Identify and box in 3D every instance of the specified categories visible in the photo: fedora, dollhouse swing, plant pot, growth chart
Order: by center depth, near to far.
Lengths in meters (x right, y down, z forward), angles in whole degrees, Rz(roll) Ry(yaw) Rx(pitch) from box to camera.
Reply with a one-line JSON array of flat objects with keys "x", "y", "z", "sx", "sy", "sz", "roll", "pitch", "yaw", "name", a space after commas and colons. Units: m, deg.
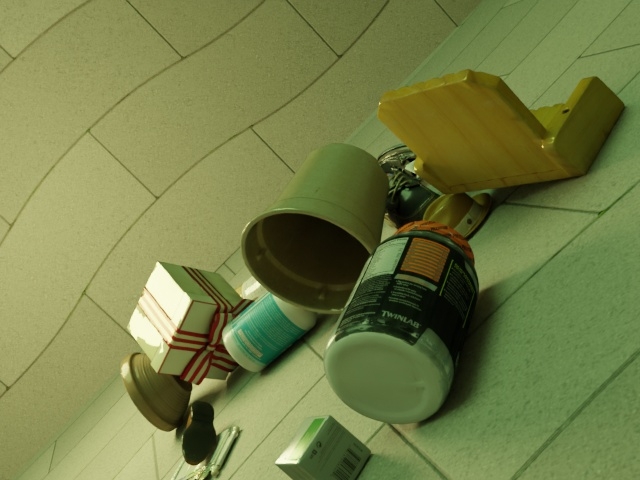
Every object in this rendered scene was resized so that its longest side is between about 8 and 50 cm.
[{"x": 0.343, "y": -0.274, "z": 1.741, "sx": 0.347, "sy": 0.305, "sz": 0.315, "roll": -6, "pitch": 38, "yaw": 49, "name": "dollhouse swing"}, {"x": 0.281, "y": -0.053, "z": 1.904, "sx": 0.194, "sy": 0.079, "sz": 0.194, "roll": -42, "pitch": 13, "yaw": 12, "name": "fedora"}, {"x": -0.275, "y": 0.507, "z": 1.994, "sx": 0.237, "sy": 0.021, "sz": 0.172, "roll": -33, "pitch": 17, "yaw": 41, "name": "growth chart"}, {"x": 0.022, "y": -0.051, "z": 2.036, "sx": 0.334, "sy": 0.334, "sz": 0.305, "roll": -32, "pitch": 26, "yaw": 44, "name": "plant pot"}, {"x": -0.426, "y": 0.389, "z": 2.369, "sx": 0.110, "sy": 0.237, "sz": 0.237, "roll": -34, "pitch": 14, "yaw": 8, "name": "plant pot"}]

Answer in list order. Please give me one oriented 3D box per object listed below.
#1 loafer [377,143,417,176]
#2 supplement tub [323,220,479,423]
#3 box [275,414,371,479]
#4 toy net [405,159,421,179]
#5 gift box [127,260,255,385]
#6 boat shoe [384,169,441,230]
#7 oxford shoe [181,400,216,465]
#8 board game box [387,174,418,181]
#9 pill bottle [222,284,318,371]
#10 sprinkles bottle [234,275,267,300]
[{"x": 0.262, "y": -0.214, "z": 2.346, "sx": 0.267, "sy": 0.096, "sz": 0.084, "roll": -12, "pitch": 58, "yaw": 37, "name": "loafer"}, {"x": 0.148, "y": 0.124, "z": 1.466, "sx": 0.207, "sy": 0.207, "sz": 0.338, "roll": -35, "pitch": 15, "yaw": 38, "name": "supplement tub"}, {"x": 0.004, "y": 0.354, "z": 1.421, "sx": 0.101, "sy": 0.102, "sz": 0.087, "roll": -53, "pitch": 13, "yaw": -29, "name": "box"}, {"x": 0.299, "y": -0.163, "z": 2.100, "sx": 0.232, "sy": 0.045, "sz": 0.122, "roll": -1, "pitch": 39, "yaw": 43, "name": "toy net"}, {"x": -0.321, "y": 0.218, "z": 2.350, "sx": 0.258, "sy": 0.276, "sz": 0.255, "roll": 41, "pitch": 114, "yaw": 46, "name": "gift box"}, {"x": 0.199, "y": -0.098, "z": 2.187, "sx": 0.132, "sy": 0.130, "sz": 0.355, "roll": -46, "pitch": 13, "yaw": -8, "name": "boat shoe"}, {"x": -0.283, "y": 0.460, "z": 2.012, "sx": 0.212, "sy": 0.076, "sz": 0.076, "roll": -91, "pitch": 19, "yaw": -69, "name": "oxford shoe"}, {"x": 0.150, "y": -0.132, "z": 2.596, "sx": 0.319, "sy": 0.066, "sz": 0.318, "roll": -45, "pitch": 13, "yaw": -1, "name": "board game box"}, {"x": -0.108, "y": 0.197, "z": 2.172, "sx": 0.264, "sy": 0.146, "sz": 0.146, "roll": -41, "pitch": 13, "yaw": 16, "name": "pill bottle"}, {"x": -0.158, "y": 0.143, "z": 2.559, "sx": 0.355, "sy": 0.121, "sz": 0.121, "roll": -36, "pitch": 15, "yaw": 34, "name": "sprinkles bottle"}]
